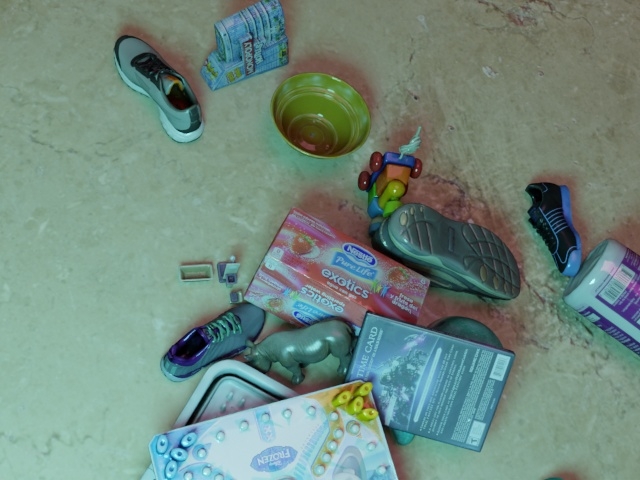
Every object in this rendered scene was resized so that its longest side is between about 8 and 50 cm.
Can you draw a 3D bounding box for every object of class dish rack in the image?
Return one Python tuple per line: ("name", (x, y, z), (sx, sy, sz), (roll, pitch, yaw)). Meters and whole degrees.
("dish rack", (-0.134, 0.399, 1.478), (0.285, 0.072, 0.333), (29, 60, 1))

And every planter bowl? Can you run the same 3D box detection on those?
("planter bowl", (-0.008, -0.244, 1.837), (0.217, 0.090, 0.217), (7, 62, -13))

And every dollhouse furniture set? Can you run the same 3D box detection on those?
("dollhouse furniture set", (-0.204, 0.069, 1.624), (0.114, 0.081, 0.091), (-3, 64, -17))

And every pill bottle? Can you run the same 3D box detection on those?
("pill bottle", (0.668, 0.144, 1.778), (0.301, 0.169, 0.169), (36, 60, 4))

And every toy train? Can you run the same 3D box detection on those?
("toy train", (0.150, -0.107, 1.723), (0.105, 0.248, 0.143), (8, 66, -11))

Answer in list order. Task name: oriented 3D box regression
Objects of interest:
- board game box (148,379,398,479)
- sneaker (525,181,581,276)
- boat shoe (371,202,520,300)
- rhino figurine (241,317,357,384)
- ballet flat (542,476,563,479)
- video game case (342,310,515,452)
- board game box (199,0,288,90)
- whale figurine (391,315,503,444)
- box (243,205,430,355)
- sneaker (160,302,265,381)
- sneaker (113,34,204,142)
("board game box", (-0.041, 0.453, 1.391), (0.390, 0.050, 0.390), (-12, 74, -19))
("sneaker", (0.499, -0.026, 1.876), (0.090, 0.081, 0.232), (5, 55, -10))
("boat shoe", (0.254, 0.031, 1.742), (0.355, 0.130, 0.132), (27, 59, -27))
("rhino figurine", (-0.047, 0.201, 1.563), (0.243, 0.106, 0.073), (-14, 36, 9))
("ballet flat", (0.341, 0.556, 1.521), (0.342, 0.116, 0.124), (-29, 93, -30))
("video game case", (0.184, 0.252, 1.535), (0.274, 0.026, 0.196), (16, 102, -3))
("board game box", (-0.165, -0.407, 1.847), (0.194, 0.194, 0.060), (-31, 73, -12))
("whale figurine", (0.229, 0.261, 1.601), (0.272, 0.141, 0.216), (-38, 103, -18))
("box", (0.031, 0.093, 1.621), (0.300, 0.154, 0.142), (28, 47, -2))
("sneaker", (-0.184, 0.175, 1.565), (0.224, 0.098, 0.083), (-34, 76, -28))
("sneaker", (-0.327, -0.331, 1.785), (0.100, 0.108, 0.271), (-34, 75, -26))
